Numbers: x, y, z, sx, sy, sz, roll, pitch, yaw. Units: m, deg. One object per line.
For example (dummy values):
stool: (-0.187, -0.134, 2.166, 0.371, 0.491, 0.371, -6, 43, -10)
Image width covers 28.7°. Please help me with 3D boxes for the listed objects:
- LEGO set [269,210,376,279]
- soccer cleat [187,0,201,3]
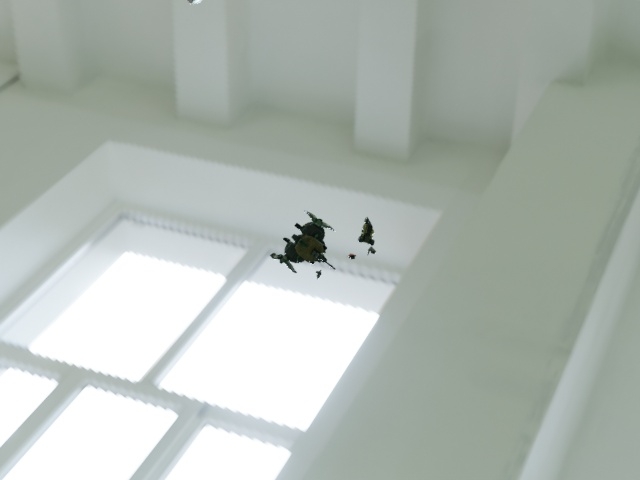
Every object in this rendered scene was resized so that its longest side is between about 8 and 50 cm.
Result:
LEGO set: (0.001, 0.002, 0.973, 0.083, 0.023, 0.054, 5, -73, -12)
soccer cleat: (-0.063, -0.237, 0.949, 0.083, 0.248, 0.095, 42, -61, 23)
